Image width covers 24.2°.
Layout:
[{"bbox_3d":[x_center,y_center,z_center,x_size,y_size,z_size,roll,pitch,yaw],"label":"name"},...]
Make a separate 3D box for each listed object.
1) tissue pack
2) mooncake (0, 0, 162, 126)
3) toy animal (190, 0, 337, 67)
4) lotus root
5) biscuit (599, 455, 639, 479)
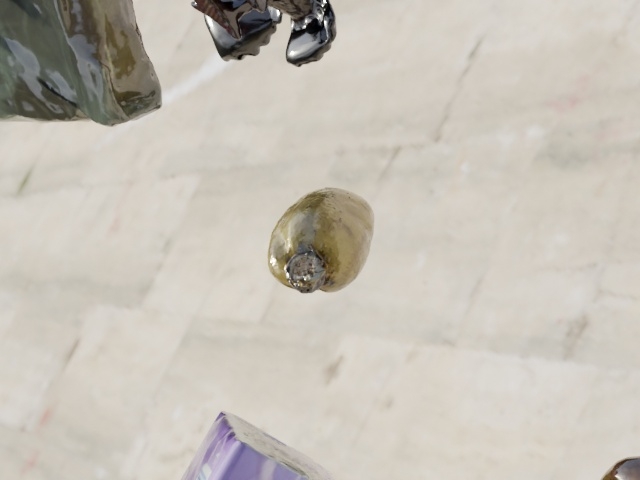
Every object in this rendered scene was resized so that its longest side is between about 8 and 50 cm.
[{"bbox_3d":[-0.119,0.378,1.637,0.338,0.160,0.242,-61,7,-1],"label":"tissue pack"},{"bbox_3d":[-0.160,-0.135,0.905,0.125,0.130,0.073,6,35,30],"label":"mooncake"},{"bbox_3d":[-0.034,-0.237,1.203,0.218,0.116,0.179,131,154,-58],"label":"toy animal"},{"bbox_3d":[0.000,0.000,1.091,0.152,0.072,0.063,-66,-15,-62],"label":"lotus root"},{"bbox_3d":[0.184,0.171,0.701,0.103,0.332,0.332,34,95,28],"label":"biscuit"}]
